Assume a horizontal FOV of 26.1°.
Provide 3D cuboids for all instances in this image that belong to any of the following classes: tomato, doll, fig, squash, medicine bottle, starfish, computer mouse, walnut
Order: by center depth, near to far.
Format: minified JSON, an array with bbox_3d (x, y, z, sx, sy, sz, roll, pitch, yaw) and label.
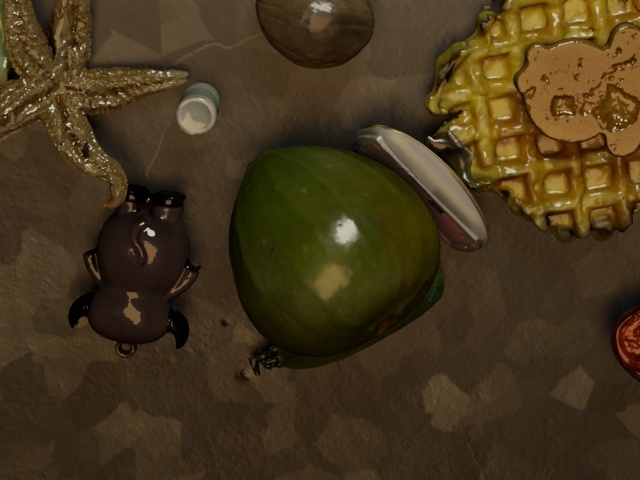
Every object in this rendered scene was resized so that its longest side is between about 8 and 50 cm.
[{"bbox_3d":[-0.007,-0.303,1.871,0.162,0.140,0.140,-2,111,-2],"label":"walnut"},{"bbox_3d":[-0.363,-0.213,1.908,0.327,0.094,0.375,-37,108,-20],"label":"starfish"},{"bbox_3d":[0.000,0.000,1.916,0.316,0.316,0.316,0,111,0],"label":"fig"},{"bbox_3d":[-0.172,-0.186,1.943,0.057,0.089,0.057,0,111,0],"label":"medicine bottle"},{"bbox_3d":[0.149,-0.081,1.961,0.245,0.126,0.056,46,74,-12],"label":"computer mouse"},{"bbox_3d":[-0.268,0.048,2.018,0.182,0.117,0.257,10,109,2],"label":"doll"},{"bbox_3d":[0.039,0.128,2.067,0.331,0.087,0.087,-26,109,9],"label":"squash"},{"bbox_3d":[0.528,0.152,2.072,0.166,0.082,0.174,-33,103,8],"label":"tomato"}]

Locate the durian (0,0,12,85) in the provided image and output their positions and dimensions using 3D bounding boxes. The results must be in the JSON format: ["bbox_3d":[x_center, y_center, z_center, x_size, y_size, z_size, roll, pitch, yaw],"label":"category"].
[{"bbox_3d":[-0.495,-0.344,1.838,0.157,0.169,0.355,-14,125,4],"label":"durian"}]

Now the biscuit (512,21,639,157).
[{"bbox_3d":[0.387,-0.204,1.874,0.249,0.035,0.184,-1,104,3],"label":"biscuit"}]

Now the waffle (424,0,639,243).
[{"bbox_3d":[0.355,-0.198,1.937,0.382,0.095,0.379,37,106,-10],"label":"waffle"}]
